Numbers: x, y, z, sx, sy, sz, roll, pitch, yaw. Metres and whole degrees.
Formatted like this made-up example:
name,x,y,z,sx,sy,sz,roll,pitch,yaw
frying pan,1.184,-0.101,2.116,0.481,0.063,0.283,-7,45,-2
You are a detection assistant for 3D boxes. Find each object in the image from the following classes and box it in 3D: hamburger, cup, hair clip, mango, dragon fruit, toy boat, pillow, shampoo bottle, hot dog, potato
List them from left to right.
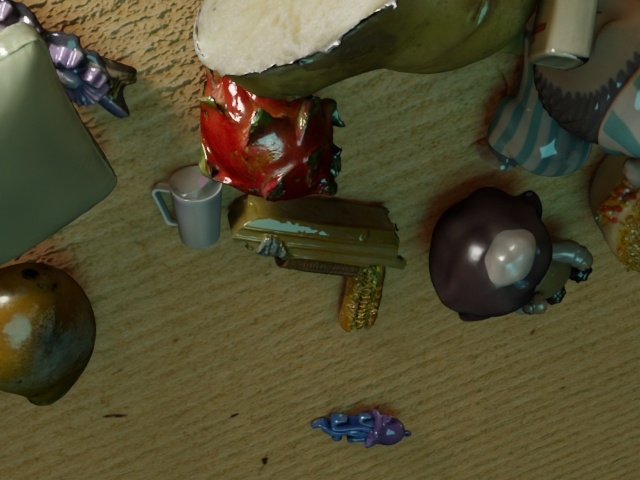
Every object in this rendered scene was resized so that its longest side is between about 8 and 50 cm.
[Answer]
name,x,y,z,sx,sy,sz,roll,pitch,yaw
pillow,-0.400,-0.096,1.235,0.255,0.120,0.322,-34,151,-14
mango,-0.424,0.151,1.511,0.193,0.146,0.316,-39,150,-22
hair clip,-0.338,-0.241,1.242,0.106,0.084,0.292,-6,151,46
cup,-0.195,-0.050,1.490,0.104,0.074,0.116,7,137,3
dragon fruit,-0.062,-0.175,1.351,0.200,0.198,0.269,0,118,-7
toy boat,0.000,0.000,1.592,0.310,0.089,0.115,4,132,-26
hot dog,0.073,0.093,1.740,0.071,0.045,0.165,-5,134,-15
potato,0.093,-0.276,1.221,0.397,0.290,0.296,-53,135,-1
shampoo bottle,0.317,-0.357,1.249,0.071,0.153,0.284,9,94,3
hamburger,0.599,-0.065,1.707,0.276,0.179,0.294,-42,132,17

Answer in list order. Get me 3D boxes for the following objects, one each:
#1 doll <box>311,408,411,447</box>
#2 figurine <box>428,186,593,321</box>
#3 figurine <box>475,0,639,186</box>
name,x,y,z,sx,sy,sz,roll,pitch,yaw
doll,0.083,0.370,1.996,0.206,0.067,0.110,9,142,-15
figurine,0.332,0.056,1.697,0.218,0.206,0.365,-33,138,30
figurine,0.409,-0.166,1.399,0.266,0.377,0.361,1,129,-23
